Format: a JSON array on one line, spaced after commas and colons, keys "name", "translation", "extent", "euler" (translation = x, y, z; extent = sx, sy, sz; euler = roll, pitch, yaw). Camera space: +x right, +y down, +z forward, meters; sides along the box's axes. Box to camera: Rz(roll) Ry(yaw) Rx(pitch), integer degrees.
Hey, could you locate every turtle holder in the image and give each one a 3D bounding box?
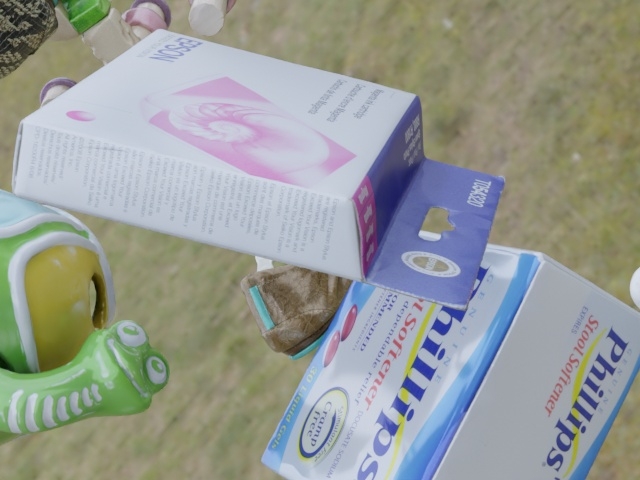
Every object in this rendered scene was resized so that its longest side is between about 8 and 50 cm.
[{"name": "turtle holder", "translation": [-0.288, 0.057, 1.324], "extent": [0.227, 0.243, 0.320], "euler": [-25, 6, -37]}]

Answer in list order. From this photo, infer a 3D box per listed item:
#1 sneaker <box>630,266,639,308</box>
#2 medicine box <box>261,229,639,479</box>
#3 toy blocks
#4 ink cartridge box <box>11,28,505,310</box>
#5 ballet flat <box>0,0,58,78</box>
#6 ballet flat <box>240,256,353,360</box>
[{"name": "sneaker", "translation": [0.559, 0.078, 2.039], "extent": [0.123, 0.290, 0.105], "euler": [120, 165, -64]}, {"name": "medicine box", "translation": [0.114, 0.141, 1.375], "extent": [0.263, 0.149, 0.289], "euler": [-62, 24, -7]}, {"name": "toy blocks", "translation": [-0.294, -0.330, 1.880], "extent": [0.309, 0.288, 0.260], "euler": [-32, 23, 15]}, {"name": "ink cartridge box", "translation": [-0.023, -0.069, 1.191], "extent": [0.324, 0.330, 0.071], "euler": [-60, -18, -69]}, {"name": "ballet flat", "translation": [-0.425, -0.320, 1.516], "extent": [0.164, 0.482, 0.182], "euler": [20, 64, 35]}, {"name": "ballet flat", "translation": [0.000, 0.000, 1.684], "extent": [0.116, 0.124, 0.342], "euler": [-33, 11, 34]}]
